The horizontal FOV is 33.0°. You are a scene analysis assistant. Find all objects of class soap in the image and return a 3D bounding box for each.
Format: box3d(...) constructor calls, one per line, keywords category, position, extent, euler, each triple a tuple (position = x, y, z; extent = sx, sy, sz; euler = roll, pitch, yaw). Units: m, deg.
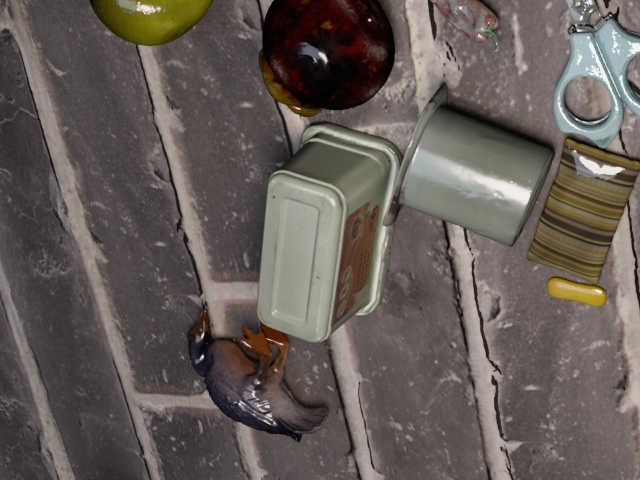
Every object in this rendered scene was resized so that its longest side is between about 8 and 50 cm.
box3d(category="soap", position=(0.379, 0.076, 1.595), extent=(0.089, 0.012, 0.034), euler=(14, 119, 23))

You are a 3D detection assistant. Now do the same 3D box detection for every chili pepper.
box3d(category="chili pepper", position=(0.196, -0.318, 1.494), extent=(0.153, 0.041, 0.050), euler=(44, 107, 24))

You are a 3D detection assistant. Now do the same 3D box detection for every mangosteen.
box3d(category="mangosteen", position=(0.004, -0.272, 1.526), extent=(0.210, 0.210, 0.210), euler=(12, 118, 24))

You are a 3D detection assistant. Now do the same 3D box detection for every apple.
box3d(category="apple", position=(-0.254, -0.389, 1.620), extent=(0.196, 0.196, 0.157), euler=(50, 167, -1))

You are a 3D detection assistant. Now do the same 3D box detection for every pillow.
box3d(category="pillow", position=(0.371, -0.039, 1.530), extent=(0.113, 0.038, 0.203), euler=(22, 122, 15))

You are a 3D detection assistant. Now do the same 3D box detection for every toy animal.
box3d(category="toy animal", position=(-0.117, 0.239, 1.882), extent=(0.298, 0.122, 0.185), euler=(44, 121, 12))

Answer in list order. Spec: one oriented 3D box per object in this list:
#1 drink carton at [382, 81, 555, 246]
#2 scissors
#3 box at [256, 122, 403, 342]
box3d(category="drink carton", position=(0.211, -0.093, 1.508), extent=(0.189, 0.185, 0.191), euler=(25, 120, 14))
box3d(category="scissors", position=(0.352, -0.300, 1.425), extent=(0.191, 0.029, 0.360), euler=(-21, 99, 30))
box3d(category="box", position=(0.000, 0.000, 1.665), extent=(0.175, 0.182, 0.312), euler=(19, 121, 20))
